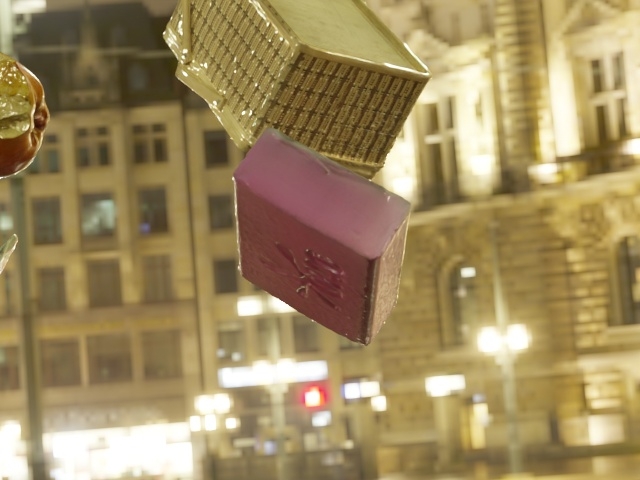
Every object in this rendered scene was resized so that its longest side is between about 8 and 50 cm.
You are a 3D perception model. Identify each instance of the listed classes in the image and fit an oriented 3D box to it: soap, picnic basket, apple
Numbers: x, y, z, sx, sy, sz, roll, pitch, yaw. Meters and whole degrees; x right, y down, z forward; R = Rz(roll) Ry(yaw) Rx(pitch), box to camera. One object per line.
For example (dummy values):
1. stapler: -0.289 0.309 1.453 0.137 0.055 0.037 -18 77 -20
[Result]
1. soap: -0.001 0.002 1.758 0.181 0.081 0.259 30 -21 10
2. picnic basket: -0.041 -0.232 2.085 0.228 0.175 0.313 9 31 -38
3. apple: -0.408 -0.146 1.947 0.158 0.156 0.147 19 -34 -5

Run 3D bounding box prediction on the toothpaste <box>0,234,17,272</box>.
1. toothpaste: -0.488 0.098 2.230 0.037 0.255 0.067 32 -25 0
